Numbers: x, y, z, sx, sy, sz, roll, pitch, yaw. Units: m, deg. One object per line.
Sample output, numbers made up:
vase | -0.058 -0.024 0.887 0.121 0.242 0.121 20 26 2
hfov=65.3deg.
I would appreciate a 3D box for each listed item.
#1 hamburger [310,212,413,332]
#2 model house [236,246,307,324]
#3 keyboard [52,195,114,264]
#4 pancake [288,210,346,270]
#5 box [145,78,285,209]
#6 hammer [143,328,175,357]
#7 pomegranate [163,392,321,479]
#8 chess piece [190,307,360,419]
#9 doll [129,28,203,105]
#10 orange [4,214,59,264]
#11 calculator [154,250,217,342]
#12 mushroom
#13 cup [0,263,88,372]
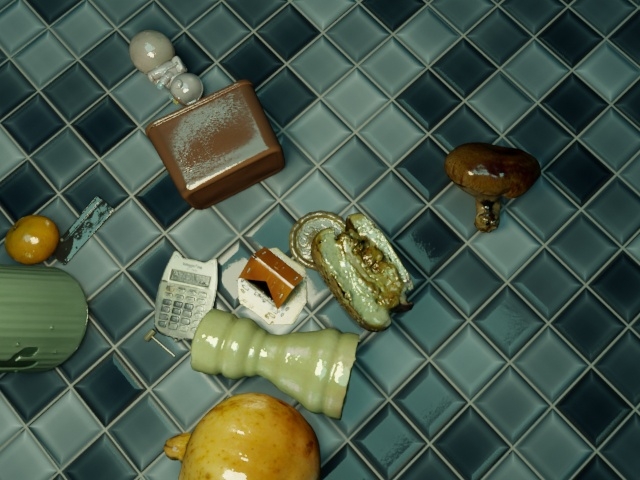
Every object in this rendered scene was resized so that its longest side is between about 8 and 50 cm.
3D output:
hamburger | 0.116 0.096 1.393 0.195 0.277 0.318 -33 80 -9
model house | -0.135 0.133 1.460 0.219 0.136 0.207 39 81 8
keyboard | -0.746 -0.030 1.564 0.072 0.023 0.231 38 83 1
pancake | 0.000 0.000 1.541 0.199 0.021 0.199 0 80 1
box | -0.297 -0.271 1.494 0.339 0.239 0.229 -27 82 -4
hammer | -0.476 0.312 1.493 0.110 0.019 0.035 39 82 6
pomegranate | -0.204 0.574 1.265 0.410 0.410 0.410 0 79 1
chess piece | -0.125 0.323 1.393 0.442 0.234 0.234 13 79 9
doll | -0.483 -0.543 1.602 0.151 0.151 0.287 -43 85 -7
orange | -0.866 -0.004 1.497 0.156 0.124 0.156 -13 60 23
calculator | -0.405 0.174 1.507 0.177 0.040 0.268 12 80 4
mushroom | 0.488 -0.194 1.491 0.267 0.267 0.254 44 117 9
cup | -0.890 0.243 1.336 0.310 0.392 0.401 31 86 13
